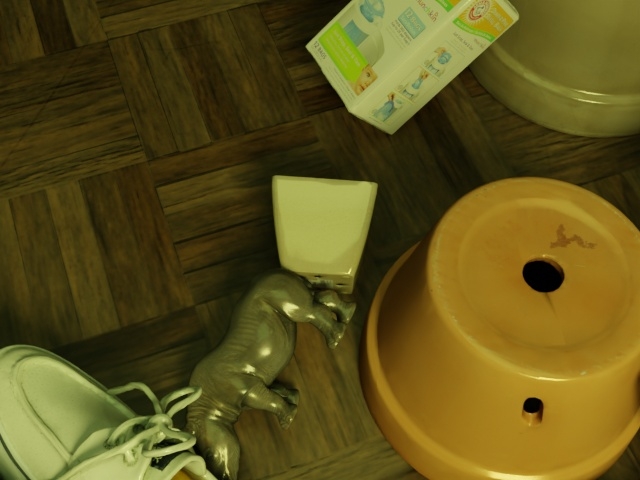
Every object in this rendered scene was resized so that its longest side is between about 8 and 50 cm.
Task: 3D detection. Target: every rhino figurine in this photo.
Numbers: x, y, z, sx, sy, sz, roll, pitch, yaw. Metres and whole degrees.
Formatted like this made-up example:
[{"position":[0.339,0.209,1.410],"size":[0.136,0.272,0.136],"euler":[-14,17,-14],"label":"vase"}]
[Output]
[{"position":[-0.068,0.136,0.866],"size":[0.106,0.073,0.243],"euler":[32,79,1],"label":"rhino figurine"}]

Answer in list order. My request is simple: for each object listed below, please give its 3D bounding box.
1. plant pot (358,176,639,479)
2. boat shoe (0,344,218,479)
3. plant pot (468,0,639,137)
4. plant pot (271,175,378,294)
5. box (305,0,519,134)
[{"position":[0.184,0.077,0.838],"size":[0.290,0.203,0.291],"euler":[0,60,0],"label":"plant pot"},{"position":[-0.141,0.195,0.747],"size":[0.367,0.156,0.136],"euler":[44,34,14],"label":"boat shoe"},{"position":[0.344,-0.328,1.039],"size":[0.323,0.280,0.323],"euler":[1,59,-2],"label":"plant pot"},{"position":[0.000,0.000,0.941],"size":[0.109,0.109,0.096],"euler":[5,71,1],"label":"plant pot"},{"position":[0.104,-0.238,1.023],"size":[0.203,0.103,0.114],"euler":[-41,62,19],"label":"box"}]
